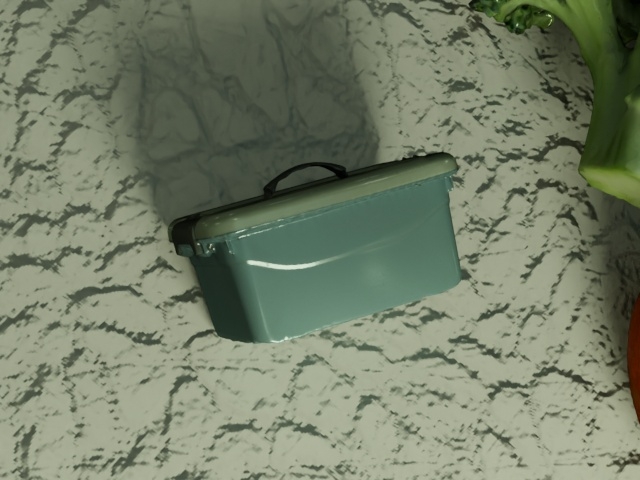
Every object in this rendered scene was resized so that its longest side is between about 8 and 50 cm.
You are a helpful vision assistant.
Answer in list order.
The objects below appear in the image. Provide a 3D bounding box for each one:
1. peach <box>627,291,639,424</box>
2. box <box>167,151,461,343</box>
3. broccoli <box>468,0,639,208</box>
[{"bbox_3d":[0.442,0.110,1.112,0.372,0.290,0.373,1,101,3],"label":"peach"},{"bbox_3d":[0.000,0.000,1.079,0.227,0.162,0.130,-17,95,-20],"label":"box"},{"bbox_3d":[0.306,-0.206,1.132,0.375,0.249,0.302,19,53,14],"label":"broccoli"}]
